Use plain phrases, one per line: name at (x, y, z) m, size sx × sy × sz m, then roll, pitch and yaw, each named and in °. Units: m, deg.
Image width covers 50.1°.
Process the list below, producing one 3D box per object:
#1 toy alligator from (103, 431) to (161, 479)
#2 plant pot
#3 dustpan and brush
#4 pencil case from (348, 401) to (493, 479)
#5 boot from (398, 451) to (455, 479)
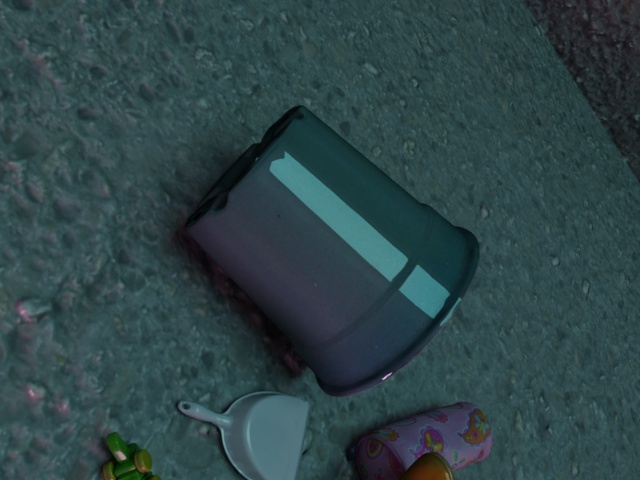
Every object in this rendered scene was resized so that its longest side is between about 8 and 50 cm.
toy alligator at (-0.229, 0.331, 0.894) m, size 0.051 × 0.056 × 0.189 m, roll -62°, pitch 129°, yaw -84°
plant pot at (0.000, 0.000, 1.040) m, size 0.334 × 0.341 × 0.341 m, roll 43°, pitch 51°, yaw -15°
dustpan and brush at (-0.116, 0.277, 1.019) m, size 0.211 × 0.060 × 0.147 m, roll 37°, pitch 53°, yaw -37°
pencil case at (0.186, 0.373, 1.223) m, size 0.284 × 0.124 × 0.124 m, roll -6°, pitch 81°, yaw -43°
boot at (0.071, 0.452, 1.014) m, size 0.211 × 0.104 × 0.295 m, roll 7°, pitch 111°, yaw -39°
